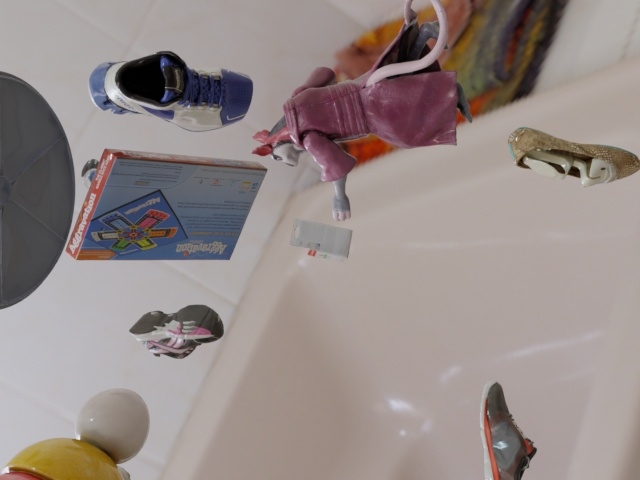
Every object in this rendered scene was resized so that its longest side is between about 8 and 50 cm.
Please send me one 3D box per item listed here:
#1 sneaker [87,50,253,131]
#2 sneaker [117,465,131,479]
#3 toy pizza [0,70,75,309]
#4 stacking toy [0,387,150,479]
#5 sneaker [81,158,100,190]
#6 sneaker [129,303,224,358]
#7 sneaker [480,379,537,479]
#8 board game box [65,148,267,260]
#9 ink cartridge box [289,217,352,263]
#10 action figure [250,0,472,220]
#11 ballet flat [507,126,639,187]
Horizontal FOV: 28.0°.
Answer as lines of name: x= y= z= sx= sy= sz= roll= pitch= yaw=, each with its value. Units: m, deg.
sneaker: x=-0.265 y=-0.280 z=2.426 sx=0.182 sy=0.315 sz=0.128 roll=-179 pitch=92 yaw=-65
sneaker: x=-0.381 y=0.527 z=2.155 sx=0.146 sy=0.102 sz=0.293 roll=31 pitch=-128 yaw=-73
toy pizza: x=-0.279 y=-0.042 z=1.075 sx=0.032 sy=0.201 sz=0.201 roll=3 pitch=57 yaw=29
stacking toy: x=-0.406 y=0.426 z=1.953 sx=0.350 sy=0.350 sz=0.480 roll=-31 pitch=21 yaw=51
sneaker: x=-0.332 y=-0.079 z=2.240 sx=0.190 sy=0.083 sz=0.071 roll=45 pitch=114 yaw=29
sneaker: x=-0.220 y=0.154 z=2.075 sx=0.178 sy=0.077 sz=0.072 roll=-2 pitch=41 yaw=40
sneaker: x=0.230 y=0.245 z=1.555 sx=0.064 sy=0.061 sz=0.158 roll=-7 pitch=66 yaw=12
board game box: x=-0.193 y=-0.042 z=1.660 sx=0.027 sy=0.281 sz=0.145 roll=34 pitch=109 yaw=33
ink cartridge box: x=0.000 y=0.000 z=2.459 sx=0.029 sy=0.115 sz=0.063 roll=109 pitch=172 yaw=-63
action figure: x=0.058 y=-0.209 z=2.110 sx=0.370 sy=0.276 sz=0.248 roll=-18 pitch=65 yaw=-1
ballet flat: x=0.378 y=-0.112 z=1.914 sx=0.073 sy=0.206 sz=0.067 roll=103 pitch=178 yaw=-54
